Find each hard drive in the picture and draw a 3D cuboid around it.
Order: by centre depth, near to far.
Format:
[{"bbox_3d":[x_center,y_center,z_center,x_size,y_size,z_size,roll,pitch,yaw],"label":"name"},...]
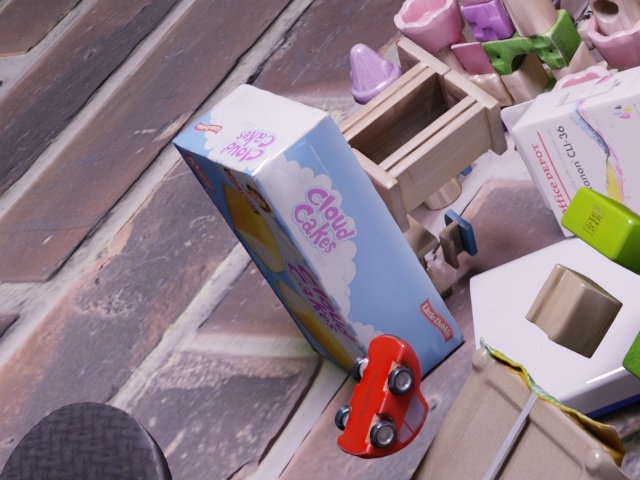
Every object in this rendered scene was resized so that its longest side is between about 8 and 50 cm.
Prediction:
[{"bbox_3d":[0.280,0.042,1.485,0.319,0.040,0.210,-23,30,15],"label":"hard drive"}]

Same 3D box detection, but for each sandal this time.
[{"bbox_3d":[-0.145,0.297,1.462,0.168,0.107,0.446,-34,42,-6],"label":"sandal"}]

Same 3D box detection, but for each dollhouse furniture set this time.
[{"bbox_3d":[0.215,0.143,1.351,0.301,0.151,0.197,-61,32,9],"label":"dollhouse furniture set"},{"bbox_3d":[0.083,-0.059,1.643,0.129,0.183,0.129,-38,53,-15],"label":"dollhouse furniture set"}]

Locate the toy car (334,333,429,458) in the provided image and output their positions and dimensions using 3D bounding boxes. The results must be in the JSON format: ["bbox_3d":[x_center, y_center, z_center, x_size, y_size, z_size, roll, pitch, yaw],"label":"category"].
[{"bbox_3d":[0.012,0.215,1.413,0.225,0.053,0.239,-36,42,41],"label":"toy car"}]

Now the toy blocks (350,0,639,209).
[{"bbox_3d":[0.198,-0.222,1.739,0.289,0.260,0.309,-2,41,43],"label":"toy blocks"}]

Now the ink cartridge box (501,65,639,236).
[{"bbox_3d":[0.245,-0.075,1.542,0.198,0.115,0.067,-15,22,38],"label":"ink cartridge box"}]

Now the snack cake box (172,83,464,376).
[{"bbox_3d":[0.000,0.000,1.584,0.089,0.264,0.152,-40,30,-14],"label":"snack cake box"}]
